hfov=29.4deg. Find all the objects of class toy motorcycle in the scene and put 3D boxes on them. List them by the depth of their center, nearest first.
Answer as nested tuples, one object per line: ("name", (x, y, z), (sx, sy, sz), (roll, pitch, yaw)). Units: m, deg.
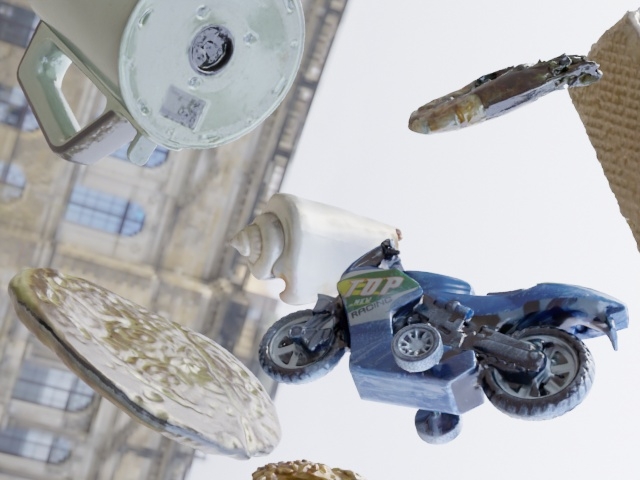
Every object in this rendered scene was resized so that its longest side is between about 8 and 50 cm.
("toy motorcycle", (0.083, 0.062, 0.859), (0.135, 0.254, 0.092), (-60, 144, -37))

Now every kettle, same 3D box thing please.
("kettle", (-0.247, -0.262, 1.587), (0.377, 0.250, 0.361), (41, -72, 45))

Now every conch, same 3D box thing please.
("conch", (-0.004, 0.010, 1.224), (0.094, 0.176, 0.104), (-63, -150, 22))

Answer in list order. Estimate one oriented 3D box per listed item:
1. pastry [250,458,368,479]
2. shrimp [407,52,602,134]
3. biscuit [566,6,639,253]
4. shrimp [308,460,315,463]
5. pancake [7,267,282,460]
("pastry", (0.011, 0.408, 1.698), (0.315, 0.284, 0.184), (-118, -131, -82))
("shrimp", (0.147, -0.127, 0.996), (0.161, 0.034, 0.091), (-17, -157, 18))
("biscuit", (0.386, -0.038, 1.288), (0.144, 0.078, 0.426), (-49, -128, 53))
("shrimp", (-0.052, 0.410, 1.991), (0.127, 0.025, 0.091), (-24, -132, 24))
("pancake", (-0.141, 0.091, 0.985), (0.031, 0.250, 0.250), (-57, -159, 9))
